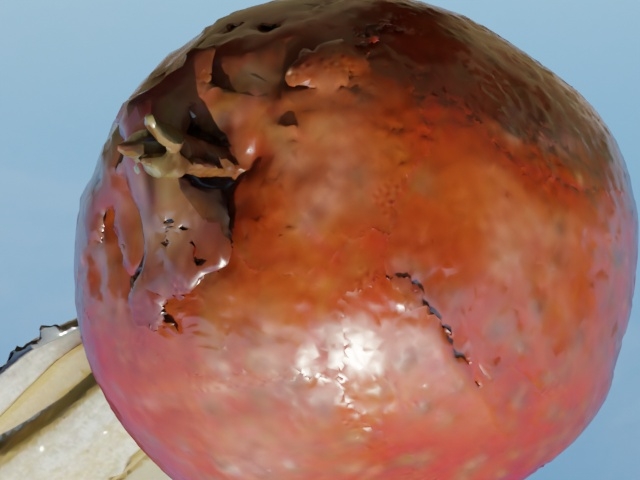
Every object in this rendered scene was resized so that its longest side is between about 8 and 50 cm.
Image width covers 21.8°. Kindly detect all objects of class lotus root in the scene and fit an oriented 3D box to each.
[{"bbox_3d":[-0.151,0.117,1.103,0.329,0.167,0.078,-37,-157,22],"label":"lotus root"}]

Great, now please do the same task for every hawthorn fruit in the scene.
[{"bbox_3d":[0.000,0.000,0.767,0.276,0.276,0.307,8,162,30],"label":"hawthorn fruit"}]
